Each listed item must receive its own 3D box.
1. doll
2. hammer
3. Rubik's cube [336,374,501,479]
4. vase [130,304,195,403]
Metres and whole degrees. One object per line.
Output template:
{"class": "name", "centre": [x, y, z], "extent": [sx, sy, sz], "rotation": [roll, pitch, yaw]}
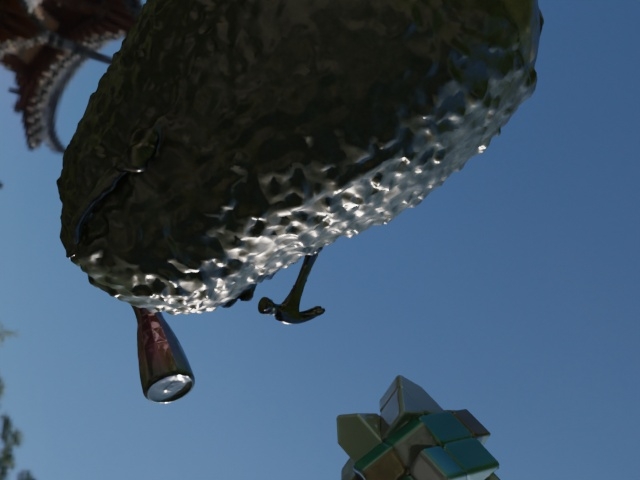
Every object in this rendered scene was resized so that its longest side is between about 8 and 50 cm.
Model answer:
{"class": "doll", "centre": [-0.022, -0.094, 0.641], "extent": [0.349, 0.247, 0.247], "rotation": [-43, -136, 3]}
{"class": "hammer", "centre": [0.000, 0.000, 1.048], "extent": [0.021, 0.078, 0.201], "rotation": [22, -91, 57]}
{"class": "Rubik's cube", "centre": [0.127, 0.344, 1.420], "extent": [0.213, 0.265, 0.224], "rotation": [45, -63, 35]}
{"class": "vase", "centre": [-0.277, 0.164, 1.580], "extent": [0.086, 0.086, 0.214], "rotation": [-52, -135, 30]}
